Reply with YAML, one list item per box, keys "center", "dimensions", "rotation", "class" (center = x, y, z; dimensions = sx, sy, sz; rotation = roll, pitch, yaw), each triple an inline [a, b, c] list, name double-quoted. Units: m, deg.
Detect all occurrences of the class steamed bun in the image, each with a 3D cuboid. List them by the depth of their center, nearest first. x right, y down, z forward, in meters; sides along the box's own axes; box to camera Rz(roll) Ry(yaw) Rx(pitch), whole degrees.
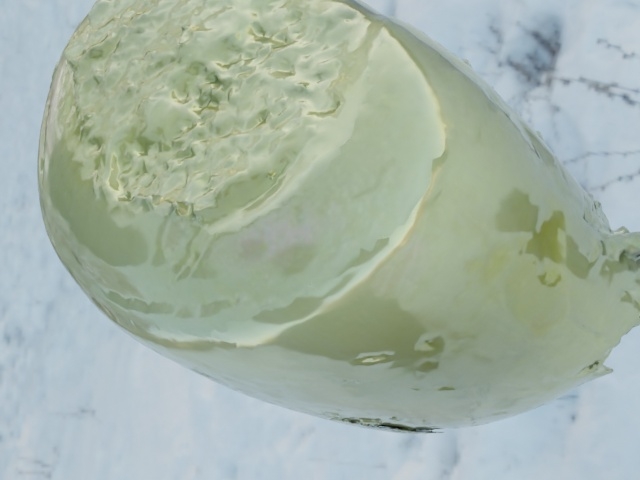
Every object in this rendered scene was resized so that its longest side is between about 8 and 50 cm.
- center: [0.000, 0.000, 0.514]
  dimensions: [0.273, 0.232, 0.166]
  rotation: [29, 82, 40]
  class: "steamed bun"
